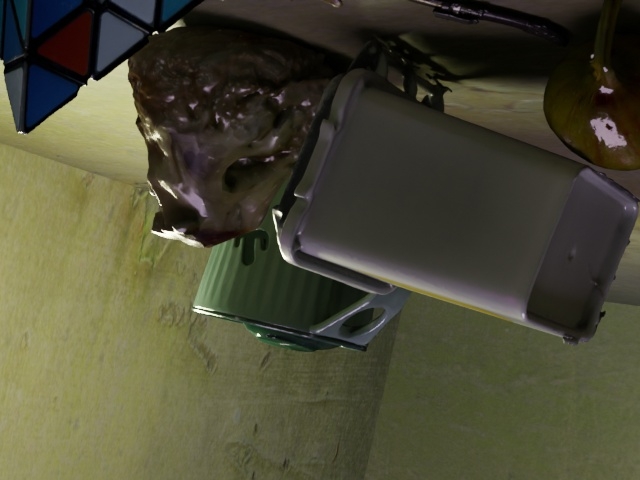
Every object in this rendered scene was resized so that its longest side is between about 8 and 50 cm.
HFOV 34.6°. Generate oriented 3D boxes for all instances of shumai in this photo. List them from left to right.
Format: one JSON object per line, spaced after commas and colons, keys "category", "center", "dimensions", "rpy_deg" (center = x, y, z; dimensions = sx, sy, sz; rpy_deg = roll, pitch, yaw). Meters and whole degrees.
{"category": "shumai", "center": [-0.113, -0.127, 1.391], "dimensions": [0.346, 0.283, 0.217], "rpy_deg": [18, 174, -26]}

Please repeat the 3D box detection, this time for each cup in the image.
{"category": "cup", "center": [0.006, 0.004, 1.797], "dimensions": [0.401, 0.392, 0.310], "rpy_deg": [11, 174, 21]}

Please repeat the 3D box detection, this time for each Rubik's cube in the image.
{"category": "Rubik's cube", "center": [-0.317, -0.231, 1.104], "dimensions": [0.250, 0.234, 0.284], "rpy_deg": [11, 174, 25]}

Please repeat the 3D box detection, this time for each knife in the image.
{"category": "knife", "center": [0.159, -0.233, 1.062], "dimensions": [0.222, 0.021, 0.045], "rpy_deg": [13, 177, -10]}

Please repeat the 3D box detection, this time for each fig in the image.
{"category": "fig", "center": [0.298, -0.144, 1.017], "dimensions": [0.142, 0.148, 0.186], "rpy_deg": [43, -165, 11]}

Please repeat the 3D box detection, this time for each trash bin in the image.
{"category": "trash bin", "center": [0.163, -0.051, 1.203], "dimensions": [0.368, 0.295, 0.256], "rpy_deg": [21, 178, 41]}

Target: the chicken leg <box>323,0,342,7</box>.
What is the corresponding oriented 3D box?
{"category": "chicken leg", "center": [-0.055, -0.269, 1.035], "dimensions": [0.178, 0.070, 0.093], "rpy_deg": [5, 179, -32]}
